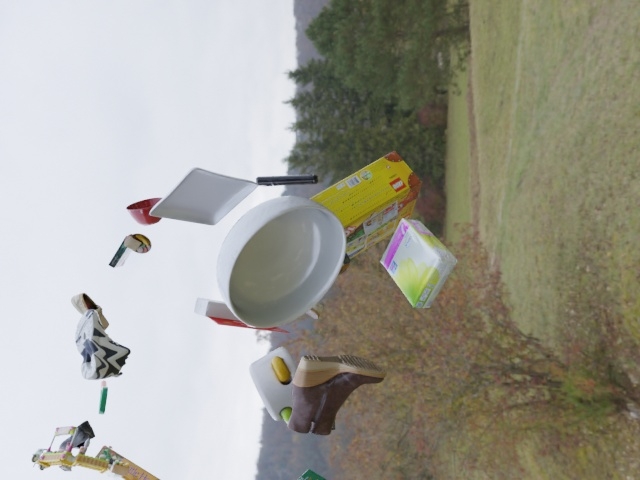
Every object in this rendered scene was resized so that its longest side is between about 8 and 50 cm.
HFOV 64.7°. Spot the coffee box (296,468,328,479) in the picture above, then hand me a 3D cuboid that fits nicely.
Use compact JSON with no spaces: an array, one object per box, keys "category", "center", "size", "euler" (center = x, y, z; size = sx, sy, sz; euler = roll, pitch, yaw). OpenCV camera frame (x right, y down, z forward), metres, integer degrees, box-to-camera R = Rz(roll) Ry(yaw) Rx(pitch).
[{"category":"coffee box","center":[0.005,0.717,1.392],"size":[0.113,0.184,0.041],"euler":[-23,-58,-51]}]

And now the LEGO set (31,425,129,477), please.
[{"category":"LEGO set","center":[-0.704,0.621,1.495],"size":[0.132,0.286,0.107],"euler":[90,-176,-49]}]

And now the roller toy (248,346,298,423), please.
[{"category":"roller toy","center":[-0.116,0.425,1.526],"size":[0.209,0.146,0.191],"euler":[64,170,-15]}]

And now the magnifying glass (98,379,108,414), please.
[{"category":"magnifying glass","center":[-0.774,0.547,1.797],"size":[0.231,0.026,0.092],"euler":[-172,91,-69]}]

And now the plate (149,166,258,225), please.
[{"category":"plate","center":[-0.398,-0.153,1.719],"size":[0.278,0.277,0.045],"euler":[9,-126,-49]}]

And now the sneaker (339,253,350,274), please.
[{"category":"sneaker","center":[0.000,0.000,1.741],"size":[0.131,0.111,0.297],"euler":[40,160,43]}]

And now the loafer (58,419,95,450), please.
[{"category":"loafer","center":[-0.785,0.651,1.625],"size":[0.170,0.061,0.062],"euler":[-46,-7,26]}]

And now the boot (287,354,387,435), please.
[{"category":"boot","center":[0.042,0.415,1.347],"size":[0.090,0.248,0.207],"euler":[-126,44,-78]}]

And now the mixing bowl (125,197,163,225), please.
[{"category":"mixing bowl","center":[-0.811,-0.129,2.378],"size":[0.181,0.181,0.098],"euler":[-79,-20,-69]}]

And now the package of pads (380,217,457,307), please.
[{"category":"package of pads","center":[0.363,0.075,1.893],"size":[0.229,0.101,0.297],"euler":[-66,33,27]}]

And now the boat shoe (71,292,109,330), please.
[{"category":"boat shoe","center":[-0.824,0.258,1.830],"size":[0.170,0.059,0.063],"euler":[54,-161,-24]}]

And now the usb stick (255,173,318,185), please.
[{"category":"usb stick","center":[-0.149,-0.268,2.239],"size":[0.077,0.277,0.045],"euler":[48,-139,-84]}]

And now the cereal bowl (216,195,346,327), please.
[{"category":"cereal bowl","center":[-0.107,0.036,1.220],"size":[0.141,0.338,0.339],"euler":[40,144,39]}]

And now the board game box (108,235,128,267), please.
[{"category":"board game box","center":[-0.748,0.043,1.928],"size":[0.126,0.026,0.186],"euler":[-61,10,-6]}]

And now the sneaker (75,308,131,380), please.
[{"category":"sneaker","center":[-0.689,0.340,1.624],"size":[0.153,0.094,0.235],"euler":[33,-157,-55]}]

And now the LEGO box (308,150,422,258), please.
[{"category":"LEGO box","center":[0.152,-0.104,2.151],"size":[0.193,0.500,0.372],"euler":[54,167,21]}]

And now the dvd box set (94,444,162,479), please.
[{"category":"dvd box set","center":[-0.564,0.876,1.747],"size":[0.062,0.420,0.308],"euler":[-56,-15,-35]}]

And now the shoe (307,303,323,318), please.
[{"category":"shoe","center":[-0.087,0.254,2.156],"size":[0.058,0.219,0.077],"euler":[-54,-9,-26]}]

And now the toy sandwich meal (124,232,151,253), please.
[{"category":"toy sandwich meal","center":[-0.586,0.012,1.623],"size":[0.029,0.085,0.086],"euler":[-88,-2,-58]}]

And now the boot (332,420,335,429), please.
[{"category":"boot","center":[0.046,0.713,2.110],"size":[0.246,0.083,0.161],"euler":[115,150,-73]}]

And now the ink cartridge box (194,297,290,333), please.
[{"category":"ink cartridge box","center":[-0.290,0.280,1.895],"size":[0.261,0.296,0.066],"euler":[2,80,58]}]
